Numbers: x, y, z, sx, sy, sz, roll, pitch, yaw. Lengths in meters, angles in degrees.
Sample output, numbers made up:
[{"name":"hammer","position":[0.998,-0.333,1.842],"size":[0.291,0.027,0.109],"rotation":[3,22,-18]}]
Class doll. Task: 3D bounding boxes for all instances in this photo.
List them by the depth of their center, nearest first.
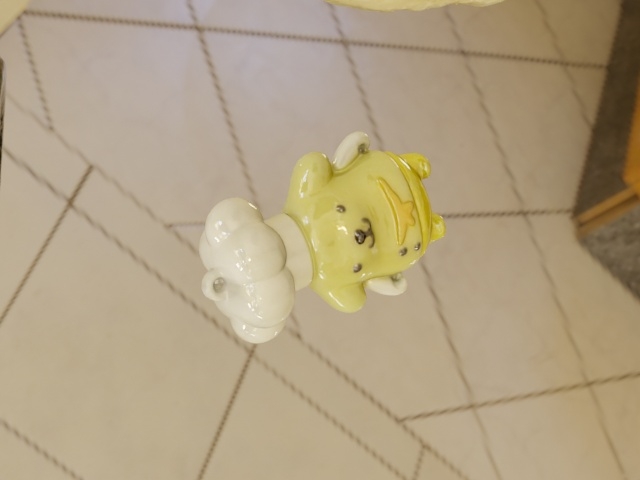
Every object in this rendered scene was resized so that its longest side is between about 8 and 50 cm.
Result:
[{"name":"doll","position":[0.000,0.000,0.839],"size":[0.162,0.062,0.106],"rotation":[-24,105,-25]}]

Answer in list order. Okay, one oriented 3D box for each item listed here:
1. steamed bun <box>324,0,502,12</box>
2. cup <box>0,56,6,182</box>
[{"name":"steamed bun","position":[0.026,-0.182,0.652],"size":[0.141,0.155,0.172],"rotation":[0,90,-14]},{"name":"cup","position":[-0.203,-0.031,0.506],"size":[0.176,0.169,0.223],"rotation":[2,49,-10]}]
